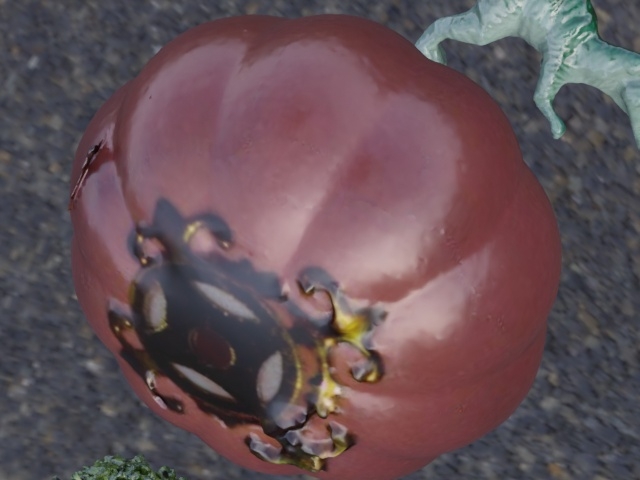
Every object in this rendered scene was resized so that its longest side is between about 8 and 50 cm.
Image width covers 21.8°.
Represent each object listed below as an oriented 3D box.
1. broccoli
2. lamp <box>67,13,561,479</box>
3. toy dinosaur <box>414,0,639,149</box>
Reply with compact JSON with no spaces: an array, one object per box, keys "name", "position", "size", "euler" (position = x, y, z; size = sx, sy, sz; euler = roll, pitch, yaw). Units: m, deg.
[{"name":"broccoli","position":[-0.103,0.161,0.908],"size":[0.095,0.092,0.097],"euler":[-34,101,37]},{"name":"lamp","position":[0.000,0.000,0.593],"size":[0.182,0.182,0.140],"euler":[11,40,25]},{"name":"toy dinosaur","position":[0.084,-0.184,1.038],"size":[0.129,0.076,0.383],"euler":[-43,81,31]}]
